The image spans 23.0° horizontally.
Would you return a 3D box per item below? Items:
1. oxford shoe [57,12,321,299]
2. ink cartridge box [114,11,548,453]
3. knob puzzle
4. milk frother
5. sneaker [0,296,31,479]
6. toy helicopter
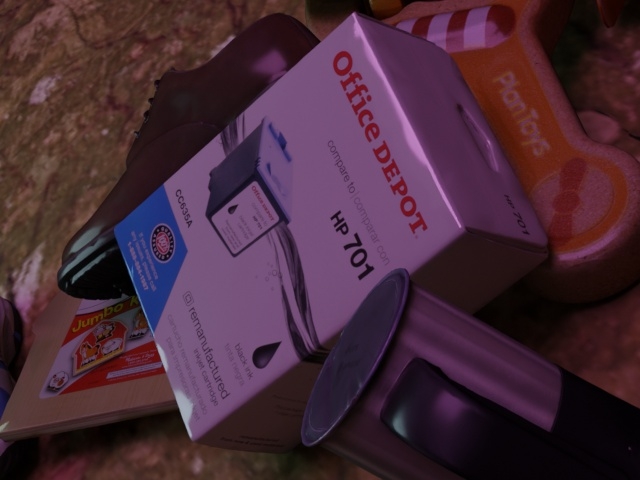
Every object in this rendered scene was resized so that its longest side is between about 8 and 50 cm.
[{"bbox_3d":[-0.076,-0.045,0.918,0.227,0.083,0.096,-39,58,24],"label":"oxford shoe"},{"bbox_3d":[0.000,0.000,0.802,0.191,0.082,0.139,-41,58,28],"label":"ink cartridge box"},{"bbox_3d":[-0.096,0.041,0.971,0.213,0.030,0.213,-24,35,17],"label":"knob puzzle"},{"bbox_3d":[0.089,0.050,0.640,0.143,0.135,0.129,-63,11,-16],"label":"milk frother"},{"bbox_3d":[-0.240,0.087,1.014,0.080,0.081,0.211,-35,35,5],"label":"sneaker"},{"bbox_3d":[0.113,-0.108,0.887,0.235,0.140,0.355,-26,46,6],"label":"toy helicopter"}]
